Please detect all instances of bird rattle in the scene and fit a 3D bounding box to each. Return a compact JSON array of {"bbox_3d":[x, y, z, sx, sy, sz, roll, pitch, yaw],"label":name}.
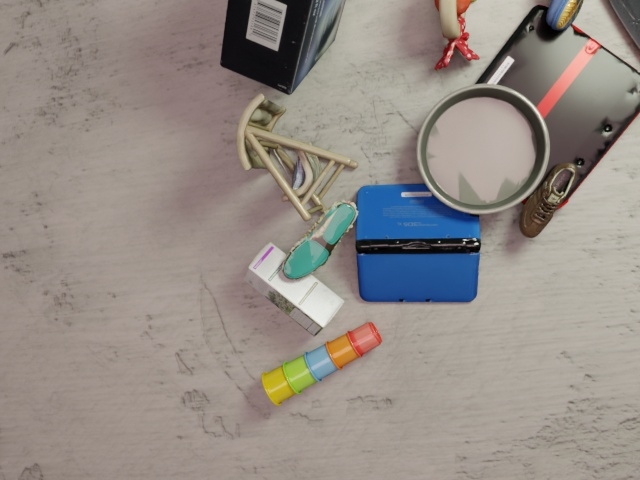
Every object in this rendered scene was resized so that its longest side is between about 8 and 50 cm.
[{"bbox_3d":[0.291,-0.518,1.329,0.143,0.207,0.254,14,89,25],"label":"bird rattle"}]

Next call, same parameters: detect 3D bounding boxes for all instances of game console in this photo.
[{"bbox_3d":[0.522,-0.296,1.391,0.342,0.060,0.387,38,100,7],"label":"game console"},{"bbox_3d":[0.237,0.007,1.475,0.292,0.173,0.250,0,65,8],"label":"game console"}]

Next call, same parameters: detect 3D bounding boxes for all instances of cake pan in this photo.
[{"bbox_3d":[0.368,-0.206,1.369,0.292,0.054,0.294,0,92,11],"label":"cake pan"}]

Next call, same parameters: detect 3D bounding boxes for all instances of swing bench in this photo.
[{"bbox_3d":[-0.065,-0.191,1.381,0.254,0.253,0.165,37,100,3],"label":"swing bench"}]

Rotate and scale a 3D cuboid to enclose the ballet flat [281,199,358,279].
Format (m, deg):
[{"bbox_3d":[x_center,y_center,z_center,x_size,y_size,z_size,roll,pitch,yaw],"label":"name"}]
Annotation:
[{"bbox_3d":[0.000,0.000,1.447,0.241,0.077,0.091,-45,100,1],"label":"ballet flat"}]

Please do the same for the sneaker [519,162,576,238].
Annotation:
[{"bbox_3d":[0.508,-0.092,1.341,0.066,0.071,0.189,28,98,9],"label":"sneaker"}]

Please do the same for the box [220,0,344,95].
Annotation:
[{"bbox_3d":[-0.055,-0.526,1.267,0.182,0.294,0.296,24,136,4],"label":"box"}]

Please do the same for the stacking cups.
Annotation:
[{"bbox_3d":[0.006,0.304,1.519,0.316,0.096,0.096,-30,91,5],"label":"stacking cups"}]

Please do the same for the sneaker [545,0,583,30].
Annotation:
[{"bbox_3d":[0.540,-0.606,1.322,0.130,0.112,0.297,21,83,17],"label":"sneaker"}]

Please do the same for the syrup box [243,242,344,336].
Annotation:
[{"bbox_3d":[-0.069,0.122,1.480,0.236,0.093,0.096,39,63,3],"label":"syrup box"}]

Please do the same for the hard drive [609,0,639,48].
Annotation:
[{"bbox_3d":[0.742,-0.514,1.286,0.255,0.054,0.172,57,142,1],"label":"hard drive"}]
